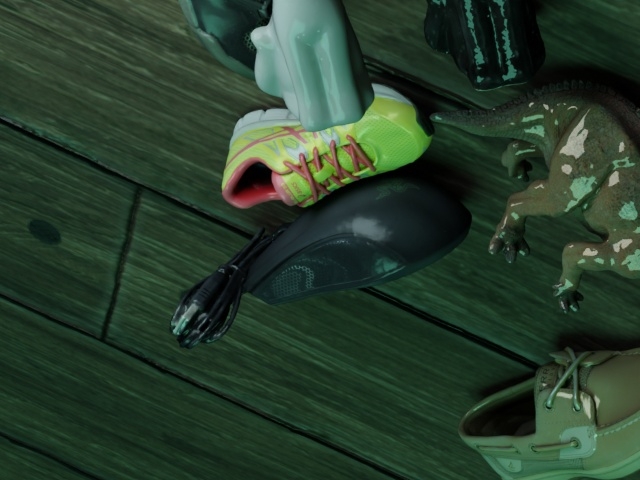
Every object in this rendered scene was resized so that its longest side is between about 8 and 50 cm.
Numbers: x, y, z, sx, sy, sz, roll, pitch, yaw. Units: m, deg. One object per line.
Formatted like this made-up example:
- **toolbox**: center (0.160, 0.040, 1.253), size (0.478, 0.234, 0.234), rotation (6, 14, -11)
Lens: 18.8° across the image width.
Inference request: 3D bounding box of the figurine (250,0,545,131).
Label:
- **figurine**: center (0.041, -0.200, 1.385), size (0.215, 0.092, 0.209), rotation (-14, 127, 1)

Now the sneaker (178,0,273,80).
- **sneaker**: center (-0.047, -0.212, 1.469), size (0.130, 0.087, 0.227), rotation (3, 133, 37)

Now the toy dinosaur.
- **toy dinosaur**: center (0.239, -0.049, 1.478), size (0.295, 0.127, 0.200), rotation (41, 135, 1)

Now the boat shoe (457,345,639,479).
- **boat shoe**: center (0.232, 0.150, 1.730), size (0.098, 0.109, 0.302), rotation (35, 148, -14)

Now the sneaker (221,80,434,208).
- **sneaker**: center (0.003, -0.066, 1.611), size (0.208, 0.094, 0.081), rotation (-12, 128, 38)

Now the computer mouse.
- **computer mouse**: center (0.000, 0.000, 1.658), size (0.272, 0.188, 0.072), rotation (-16, 108, 32)
